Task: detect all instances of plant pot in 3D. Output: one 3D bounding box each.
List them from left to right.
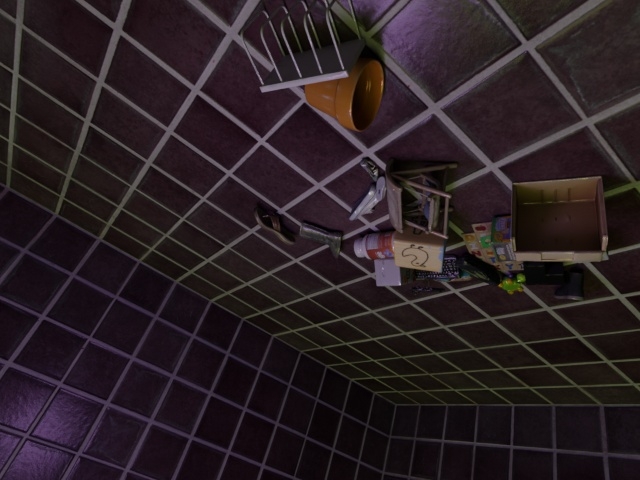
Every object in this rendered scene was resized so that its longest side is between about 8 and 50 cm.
[{"bbox_3d":[0.063,-0.454,1.250,0.188,0.205,0.205,22,150,25],"label":"plant pot"}]

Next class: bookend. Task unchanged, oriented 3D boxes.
[{"bbox_3d":[0.926,0.113,1.697,0.156,0.072,0.157,-4,140,30],"label":"bookend"}]

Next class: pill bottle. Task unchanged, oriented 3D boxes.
[{"bbox_3d":[0.268,0.025,1.889,0.216,0.121,0.121,-7,138,36],"label":"pill bottle"}]

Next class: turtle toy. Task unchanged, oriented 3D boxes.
[{"bbox_3d":[0.870,0.186,1.857,0.095,0.066,0.130,32,145,-18],"label":"turtle toy"}]

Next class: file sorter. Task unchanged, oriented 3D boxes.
[{"bbox_3d":[-0.047,-0.558,1.146,0.278,0.192,0.173,1,139,27],"label":"file sorter"}]

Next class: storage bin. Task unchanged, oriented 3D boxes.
[{"bbox_3d":[0.779,-0.067,1.364,0.263,0.260,0.123,-1,145,29],"label":"storage bin"}]

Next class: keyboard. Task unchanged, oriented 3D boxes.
[{"bbox_3d":[0.510,0.171,1.973,0.317,0.033,0.201,-7,107,36],"label":"keyboard"}]

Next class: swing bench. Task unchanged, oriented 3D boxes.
[{"bbox_3d":[0.364,-0.154,1.539,0.255,0.165,0.253,7,146,19],"label":"swing bench"}]

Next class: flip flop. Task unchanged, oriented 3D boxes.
[{"bbox_3d":[-0.216,-0.078,2.025,0.080,0.112,0.277,-38,117,24],"label":"flip flop"}]

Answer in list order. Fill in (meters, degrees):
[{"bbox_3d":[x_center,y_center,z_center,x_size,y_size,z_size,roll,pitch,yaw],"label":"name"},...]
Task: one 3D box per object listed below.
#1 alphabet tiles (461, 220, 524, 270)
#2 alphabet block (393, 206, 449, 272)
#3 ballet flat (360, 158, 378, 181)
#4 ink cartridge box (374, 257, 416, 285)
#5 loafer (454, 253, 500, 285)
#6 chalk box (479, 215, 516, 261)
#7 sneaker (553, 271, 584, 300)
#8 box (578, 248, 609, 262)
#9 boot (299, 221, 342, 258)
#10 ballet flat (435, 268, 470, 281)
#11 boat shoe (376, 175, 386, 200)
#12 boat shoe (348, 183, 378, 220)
[{"bbox_3d":[0.767,0.028,1.732,0.285,0.011,0.342,-6,139,34],"label":"alphabet tiles"},{"bbox_3d":[0.418,-0.005,1.702,0.197,0.193,0.192,7,143,19],"label":"alphabet block"},{"bbox_3d":[0.198,-0.270,1.574,0.041,0.041,0.114,-15,135,42],"label":"ballet flat"},{"bbox_3d":[0.352,0.142,1.938,0.128,0.128,0.176,-6,179,36],"label":"ink cartridge box"},{"bbox_3d":[0.708,0.136,1.849,0.223,0.076,0.078,31,151,-9],"label":"loafer"},{"bbox_3d":[0.726,-0.008,1.573,0.213,0.132,0.132,-4,141,33],"label":"chalk box"},{"bbox_3d":[1.076,0.198,1.767,0.083,0.118,0.222,9,175,11],"label":"sneaker"},{"bbox_3d":[0.996,0.017,1.524,0.102,0.087,0.101,-14,135,40],"label":"box"},{"bbox_3d":[0.000,-0.001,2.037,0.209,0.076,0.189,8,132,6],"label":"boot"},{"bbox_3d":[0.631,0.171,1.964,0.206,0.073,0.067,-4,155,37],"label":"ballet flat"},{"bbox_3d":[0.242,-0.205,1.610,0.035,0.035,0.100,21,122,34],"label":"boat shoe"},{"bbox_3d":[0.193,-0.142,1.720,0.076,0.083,0.226,26,146,-8],"label":"boat shoe"}]
